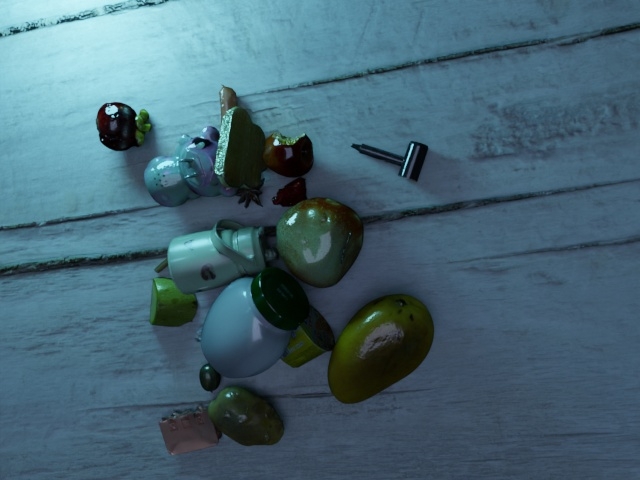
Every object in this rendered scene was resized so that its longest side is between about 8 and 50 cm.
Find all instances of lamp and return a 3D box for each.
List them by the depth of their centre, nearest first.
[{"bbox_3d":[-0.443,-0.232,1.635,0.300,0.247,0.248,-16,94,16],"label":"lamp"}]

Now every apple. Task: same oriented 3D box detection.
[{"bbox_3d":[-0.112,-0.285,1.633,0.158,0.156,0.147,3,95,27],"label":"apple"}]

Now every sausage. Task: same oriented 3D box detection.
[{"bbox_3d":[-0.317,-0.451,1.676,0.065,0.065,0.170,2,99,6],"label":"sausage"},{"bbox_3d":[-0.562,0.074,1.799,0.132,0.024,0.024,-39,93,11],"label":"sausage"}]

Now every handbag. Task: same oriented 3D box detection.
[{"bbox_3d":[-0.498,0.726,1.871,0.212,0.059,0.158,-16,97,7],"label":"handbag"}]

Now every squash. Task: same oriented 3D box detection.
[{"bbox_3d":[-0.555,0.241,1.792,0.183,0.085,0.192,8,101,6],"label":"squash"}]

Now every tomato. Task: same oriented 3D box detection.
[{"bbox_3d":[0.000,0.000,1.616,0.302,0.239,0.304,0,94,6],"label":"tomato"}]

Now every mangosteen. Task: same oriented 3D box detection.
[{"bbox_3d":[-0.679,-0.392,1.684,0.180,0.166,0.166,-3,99,-18],"label":"mangosteen"}]

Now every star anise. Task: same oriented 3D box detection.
[{"bbox_3d":[-0.261,-0.169,1.715,0.129,0.056,0.124,-1,73,11],"label":"star anise"}]

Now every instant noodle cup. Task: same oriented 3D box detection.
[{"bbox_3d":[-0.068,0.341,1.702,0.153,0.205,0.205,-41,92,17],"label":"instant noodle cup"}]

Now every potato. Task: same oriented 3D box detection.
[{"bbox_3d":[-0.272,0.656,1.796,0.295,0.141,0.192,24,102,0],"label":"potato"}]

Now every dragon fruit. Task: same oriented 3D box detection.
[{"bbox_3d":[-0.112,-0.164,1.693,0.131,0.063,0.097,-10,97,8],"label":"dragon fruit"}]

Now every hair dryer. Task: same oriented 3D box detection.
[{"bbox_3d":[0.227,-0.298,1.639,0.255,0.070,0.129,21,100,8],"label":"hair dryer"}]

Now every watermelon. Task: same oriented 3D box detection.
[{"bbox_3d":[-0.414,0.514,1.822,0.078,0.078,0.111,-3,99,7],"label":"watermelon"}]

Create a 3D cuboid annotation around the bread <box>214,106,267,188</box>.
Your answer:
[{"bbox_3d":[-0.255,-0.287,1.619,0.056,0.207,0.287,-5,67,36],"label":"bread"}]

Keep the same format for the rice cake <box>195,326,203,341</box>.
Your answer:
[{"bbox_3d":[-0.294,0.289,1.776,0.364,0.072,0.056,-24,92,9],"label":"rice cake"}]

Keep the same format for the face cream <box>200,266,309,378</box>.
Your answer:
[{"bbox_3d":[-0.227,0.270,1.593,0.357,0.219,0.313,-41,59,27],"label":"face cream"}]

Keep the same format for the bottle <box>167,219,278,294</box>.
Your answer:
[{"bbox_3d":[-0.326,0.047,1.672,0.351,0.229,0.230,-13,97,7],"label":"bottle"}]

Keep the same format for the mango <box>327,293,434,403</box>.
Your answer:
[{"bbox_3d":[0.193,0.377,1.655,0.301,0.221,0.445,29,107,-28],"label":"mango"}]
